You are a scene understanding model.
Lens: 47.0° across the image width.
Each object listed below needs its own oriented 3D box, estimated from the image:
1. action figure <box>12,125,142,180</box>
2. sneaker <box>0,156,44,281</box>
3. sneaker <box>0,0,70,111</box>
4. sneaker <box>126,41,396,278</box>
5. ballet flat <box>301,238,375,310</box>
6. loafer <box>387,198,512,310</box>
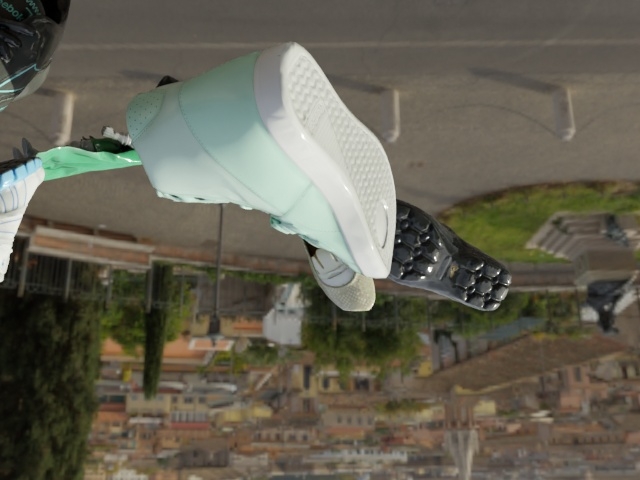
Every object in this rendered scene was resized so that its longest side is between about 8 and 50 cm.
[{"bbox_3d":[-0.313,-0.128,1.059,0.232,0.063,0.137,-11,180,-39],"label":"action figure"},{"bbox_3d":[-0.278,-0.009,0.603,0.071,0.190,0.082,-12,114,15],"label":"sneaker"},{"bbox_3d":[-0.244,-0.122,0.484,0.101,0.267,0.106,38,121,-20],"label":"sneaker"},{"bbox_3d":[-0.037,-0.046,0.568,0.151,0.094,0.256,-5,149,25],"label":"sneaker"},{"bbox_3d":[0.000,0.000,0.749,0.057,0.168,0.052,-31,166,17],"label":"ballet flat"},{"bbox_3d":[0.101,0.012,0.755,0.223,0.076,0.078,26,-176,-32],"label":"loafer"}]
